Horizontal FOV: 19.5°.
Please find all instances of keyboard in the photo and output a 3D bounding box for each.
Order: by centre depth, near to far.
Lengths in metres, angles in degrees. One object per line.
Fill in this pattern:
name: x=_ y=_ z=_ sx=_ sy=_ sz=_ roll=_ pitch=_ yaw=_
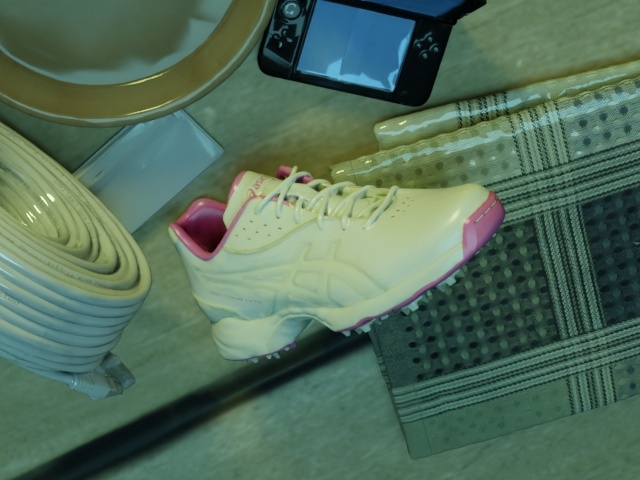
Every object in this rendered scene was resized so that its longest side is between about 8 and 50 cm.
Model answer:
keyboard: x=-0.194 y=-0.013 z=1.507 sx=0.256 sy=0.014 sz=0.072 roll=-40 pitch=120 yaw=13

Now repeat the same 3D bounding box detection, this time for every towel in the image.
towel: x=0.183 y=0.014 z=1.559 sx=0.324 sy=0.056 sz=0.312 roll=-17 pitch=121 yaw=-2

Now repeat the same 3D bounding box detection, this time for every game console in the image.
game console: x=0.036 y=-0.157 z=1.422 sx=0.144 sy=0.085 sz=0.124 roll=11 pitch=115 yaw=-13

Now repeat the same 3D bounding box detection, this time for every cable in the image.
cable: x=-0.243 y=-0.011 z=1.360 sx=0.089 sy=0.257 sz=0.257 roll=-48 pitch=147 yaw=12

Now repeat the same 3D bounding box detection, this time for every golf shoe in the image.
golf shoe: x=0.000 y=0.000 z=1.429 sx=0.306 sy=0.115 sz=0.140 roll=-21 pitch=108 yaw=40

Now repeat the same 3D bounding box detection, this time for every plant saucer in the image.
plant saucer: x=-0.166 y=-0.217 z=1.389 sx=0.278 sy=0.041 sz=0.278 roll=-3 pitch=118 yaw=-6
